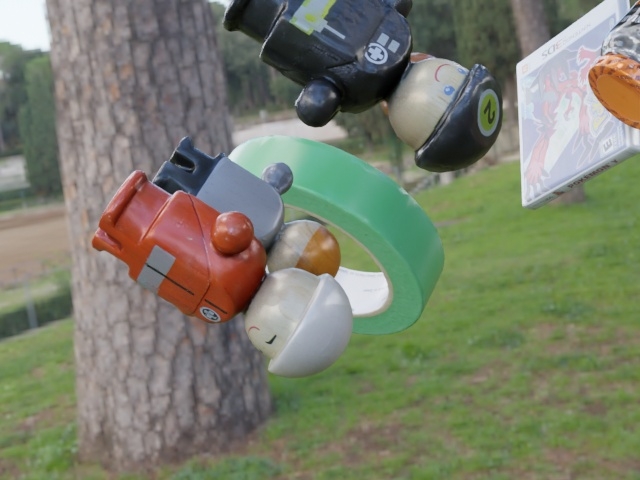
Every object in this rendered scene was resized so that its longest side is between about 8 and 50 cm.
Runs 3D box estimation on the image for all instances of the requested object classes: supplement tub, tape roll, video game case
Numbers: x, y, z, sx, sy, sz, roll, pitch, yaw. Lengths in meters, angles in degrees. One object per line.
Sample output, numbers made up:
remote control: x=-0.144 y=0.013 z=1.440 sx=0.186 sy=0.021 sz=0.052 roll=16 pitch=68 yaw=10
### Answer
supplement tub: x=0.369 y=-0.209 z=1.138 sx=0.190 sy=0.117 sz=0.117 roll=-46 pitch=16 yaw=-11
tape roll: x=0.000 y=0.000 z=1.458 sx=0.321 sy=0.321 sz=0.077 roll=-3 pitch=48 yaw=44
video game case: x=0.294 y=-0.158 z=1.290 sx=0.023 sy=0.201 sz=0.183 roll=14 pitch=-26 yaw=-26

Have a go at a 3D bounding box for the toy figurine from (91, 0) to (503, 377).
toy figurine: x=-0.007 y=-0.046 z=0.633 sx=0.148 sy=0.213 sz=0.209 roll=32 pitch=9 yaw=-3
